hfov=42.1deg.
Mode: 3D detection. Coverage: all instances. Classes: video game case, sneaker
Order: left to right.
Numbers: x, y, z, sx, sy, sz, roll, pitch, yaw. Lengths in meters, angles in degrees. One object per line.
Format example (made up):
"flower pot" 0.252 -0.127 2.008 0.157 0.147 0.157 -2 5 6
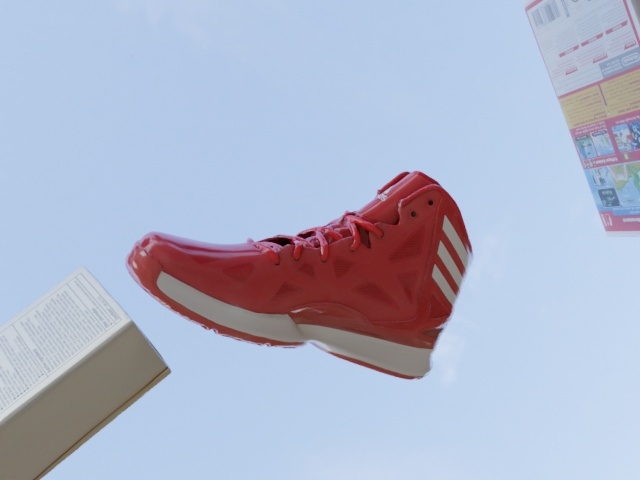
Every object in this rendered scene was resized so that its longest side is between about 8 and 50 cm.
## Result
"sneaker" 0.000 0.000 0.513 0.221 0.087 0.128 18 -79 -34
"video game case" 0.301 -0.139 0.845 0.025 0.204 0.285 -21 -86 -8

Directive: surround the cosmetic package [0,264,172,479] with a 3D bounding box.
"cosmetic package" -0.358 0.190 1.013 0.309 0.160 0.113 -39 -46 -14
